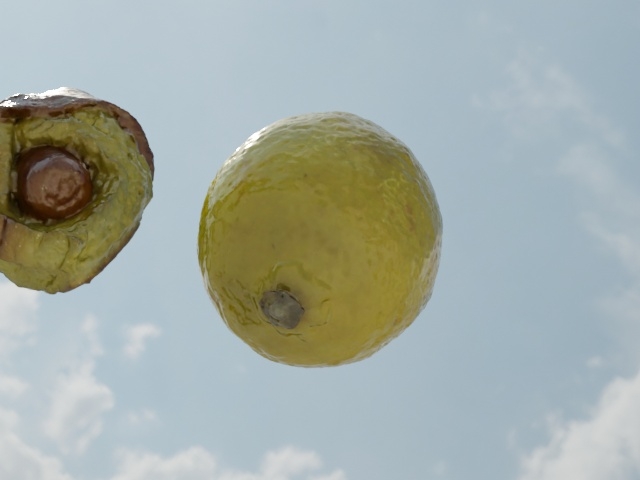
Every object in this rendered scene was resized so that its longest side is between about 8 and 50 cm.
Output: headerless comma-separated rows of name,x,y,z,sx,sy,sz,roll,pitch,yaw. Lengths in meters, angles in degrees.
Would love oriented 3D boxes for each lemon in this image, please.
lemon,0.000,0.000,0.590,0.109,0.133,0.109,4,-67,10

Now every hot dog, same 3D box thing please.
hot dog,-0.172,-0.045,0.815,0.261,0.123,0.093,27,-37,62
